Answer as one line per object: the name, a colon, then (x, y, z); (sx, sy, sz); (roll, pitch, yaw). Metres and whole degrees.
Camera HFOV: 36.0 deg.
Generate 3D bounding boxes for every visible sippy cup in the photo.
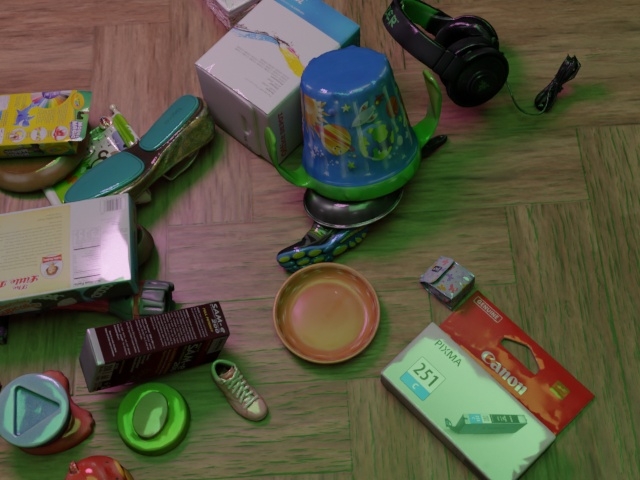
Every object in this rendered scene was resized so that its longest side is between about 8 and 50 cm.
sippy cup: (0.061, -0.229, 1.836); (0.240, 0.224, 0.305); (17, 49, 32)

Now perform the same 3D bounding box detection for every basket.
basket: (-0.192, -0.538, 2.115); (0.113, 0.103, 0.167); (-33, 68, -13)

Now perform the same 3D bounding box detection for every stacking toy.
stacking toy: (-0.396, 0.309, 1.712); (0.309, 0.130, 0.279); (40, 73, 18)

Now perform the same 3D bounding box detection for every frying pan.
frying pan: (0.122, -0.119, 1.905); (0.326, 0.053, 0.197); (-19, 41, -3)

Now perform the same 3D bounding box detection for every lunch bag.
lunch bag: (0.236, 0.074, 1.844); (0.071, 0.053, 0.083); (-42, 61, -17)

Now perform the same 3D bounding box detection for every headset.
headset: (0.314, -0.379, 1.953); (0.394, 0.185, 0.243); (29, 29, -16)

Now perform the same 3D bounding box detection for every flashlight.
flashlight: (-0.427, 0.113, 1.820); (0.304, 0.103, 0.103); (4, 63, 2)

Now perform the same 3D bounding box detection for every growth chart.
growth chart: (-0.461, -0.153, 1.989); (0.237, 0.021, 0.172); (-40, 69, -13)

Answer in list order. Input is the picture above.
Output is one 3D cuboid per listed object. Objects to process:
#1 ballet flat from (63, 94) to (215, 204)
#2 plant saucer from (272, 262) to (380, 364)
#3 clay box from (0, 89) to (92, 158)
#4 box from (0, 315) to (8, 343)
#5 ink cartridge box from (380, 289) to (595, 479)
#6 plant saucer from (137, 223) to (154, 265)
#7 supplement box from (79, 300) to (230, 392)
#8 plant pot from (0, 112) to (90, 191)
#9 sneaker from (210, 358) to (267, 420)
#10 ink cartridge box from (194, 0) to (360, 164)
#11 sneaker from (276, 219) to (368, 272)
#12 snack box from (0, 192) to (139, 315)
ballet flat: (-0.341, -0.143, 1.932); (0.123, 0.123, 0.348); (41, 73, 18)
plant saucer: (0.012, 0.138, 1.830); (0.200, 0.037, 0.199); (-1, 64, 1)
clay box: (-0.562, -0.231, 1.958); (0.222, 0.053, 0.127); (-2, 62, 6)
box: (-0.648, 0.119, 1.865); (0.116, 0.029, 0.162); (-3, 66, 0)
ink cartridge box: (0.299, 0.256, 1.750); (0.261, 0.066, 0.296); (-42, 71, -15)
plant saucer: (-0.402, 0.005, 1.869); (0.169, 0.029, 0.168); (-1, 37, 1)
supplement box: (-0.291, 0.186, 1.727); (0.240, 0.130, 0.073); (-12, 66, -26)
plant pot: (-0.587, -0.207, 1.998); (0.236, 0.032, 0.236); (-3, 62, 7)
sneaker: (-0.149, 0.264, 1.758); (0.051, 0.070, 0.134); (-40, 71, -18)
ink cartridge box: (-0.079, -0.332, 1.962); (0.197, 0.198, 0.270); (37, 71, 18)
sneaker: (0.000, 0.000, 1.888); (0.188, 0.067, 0.078); (-29, 46, -9)
snack box: (-0.495, 0.030, 1.787); (0.322, 0.060, 0.187); (-9, 60, 2)
